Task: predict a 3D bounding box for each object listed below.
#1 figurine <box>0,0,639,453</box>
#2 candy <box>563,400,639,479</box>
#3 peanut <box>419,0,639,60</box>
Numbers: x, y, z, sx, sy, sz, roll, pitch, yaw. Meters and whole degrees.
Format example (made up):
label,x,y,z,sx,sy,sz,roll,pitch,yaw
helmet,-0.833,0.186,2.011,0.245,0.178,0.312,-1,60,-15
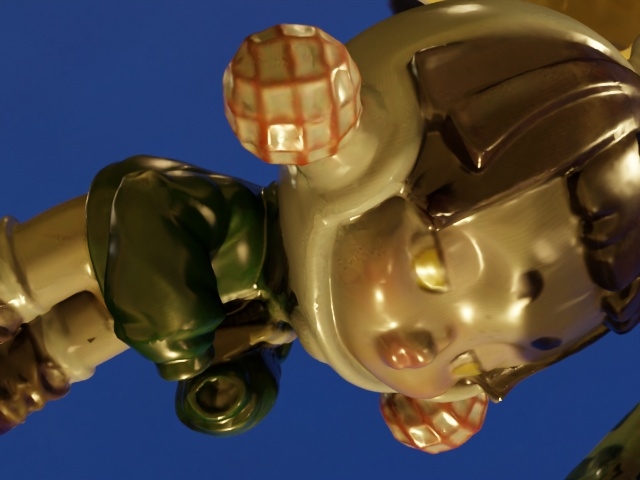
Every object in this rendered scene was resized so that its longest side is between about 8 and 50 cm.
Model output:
label,x,y,z,sx,sy,sz,roll,pitch,yaw
figurine,0.000,0.000,0.671,0.370,0.281,0.167,-17,-131,9
candy,0.250,0.183,1.019,0.187,0.077,0.331,40,-114,18
peanut,0.146,-0.159,0.782,0.305,0.147,0.147,35,-104,28
